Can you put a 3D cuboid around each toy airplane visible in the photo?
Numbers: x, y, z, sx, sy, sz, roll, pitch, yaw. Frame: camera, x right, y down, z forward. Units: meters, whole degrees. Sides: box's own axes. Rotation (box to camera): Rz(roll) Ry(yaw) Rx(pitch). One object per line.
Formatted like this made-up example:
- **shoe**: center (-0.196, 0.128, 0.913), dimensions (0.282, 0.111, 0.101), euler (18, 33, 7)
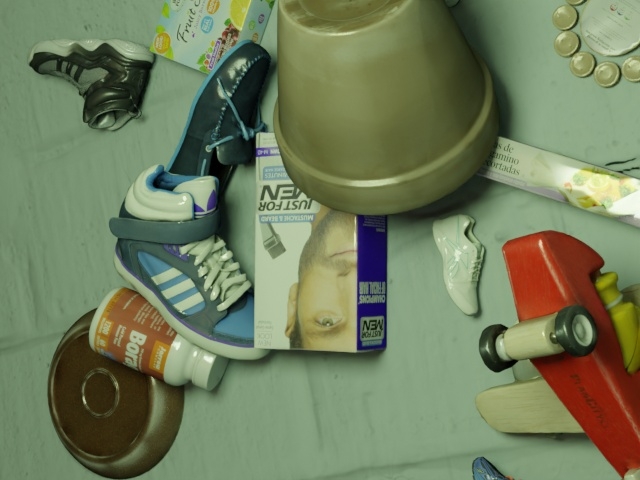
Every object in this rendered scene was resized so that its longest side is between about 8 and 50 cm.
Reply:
- **toy airplane**: center (0.394, 0.173, 1.362), dimensions (0.386, 0.272, 0.384), euler (23, 137, 21)

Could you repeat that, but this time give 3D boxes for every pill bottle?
- **pill bottle**: center (-0.262, 0.167, 1.782), dimensions (0.216, 0.121, 0.121), euler (21, 99, 13)

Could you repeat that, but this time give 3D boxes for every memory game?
- **memory game**: center (0.409, -0.303, 1.489), dimensions (0.186, 0.012, 0.186), euler (-1, 87, 30)

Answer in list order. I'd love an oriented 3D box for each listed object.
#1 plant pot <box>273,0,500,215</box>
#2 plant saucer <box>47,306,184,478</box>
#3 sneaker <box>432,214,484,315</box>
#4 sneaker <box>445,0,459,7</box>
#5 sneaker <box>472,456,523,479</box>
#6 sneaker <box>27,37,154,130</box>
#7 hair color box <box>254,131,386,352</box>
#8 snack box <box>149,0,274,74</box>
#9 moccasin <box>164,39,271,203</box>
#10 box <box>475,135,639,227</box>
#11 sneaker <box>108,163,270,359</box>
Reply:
- **plant pot**: center (0.066, -0.243, 1.459), dimensions (0.323, 0.280, 0.323), euler (-9, 52, 11)
- **plant saucer**: center (-0.377, 0.268, 1.904), dimensions (0.310, 0.050, 0.311), euler (-1, 88, 29)
- **sneaker**: center (0.209, 0.034, 1.568), dimensions (0.061, 0.053, 0.152), euler (-19, 78, 26)
- **sneaker**: center (0.124, -0.403, 1.623), dimensions (0.178, 0.077, 0.072), euler (15, 94, 31)
- **sneaker**: center (0.307, 0.364, 1.490), dimensions (0.221, 0.083, 0.087), euler (33, 90, 22)
- **sneaker**: center (-0.421, -0.276, 1.920), dimensions (0.268, 0.101, 0.153), euler (4, 87, 28)
- **hair color box**: center (0.000, 0.000, 1.662), dimensions (0.185, 0.110, 0.339), euler (-1, 89, 29)
- **snack box**: center (-0.175, -0.384, 1.801), dimensions (0.174, 0.070, 0.207), euler (26, 99, 28)
- **moccasin**: center (-0.151, -0.159, 1.760), dimensions (0.117, 0.137, 0.342), euler (39, 121, 21)
- **box**: center (0.334, -0.086, 1.493), dimensions (0.324, 0.067, 0.063), euler (22, 98, 30)
- **sneaker**: center (-0.183, 0.020, 1.693), dimensions (0.322, 0.130, 0.236), euler (35, 129, 14)
